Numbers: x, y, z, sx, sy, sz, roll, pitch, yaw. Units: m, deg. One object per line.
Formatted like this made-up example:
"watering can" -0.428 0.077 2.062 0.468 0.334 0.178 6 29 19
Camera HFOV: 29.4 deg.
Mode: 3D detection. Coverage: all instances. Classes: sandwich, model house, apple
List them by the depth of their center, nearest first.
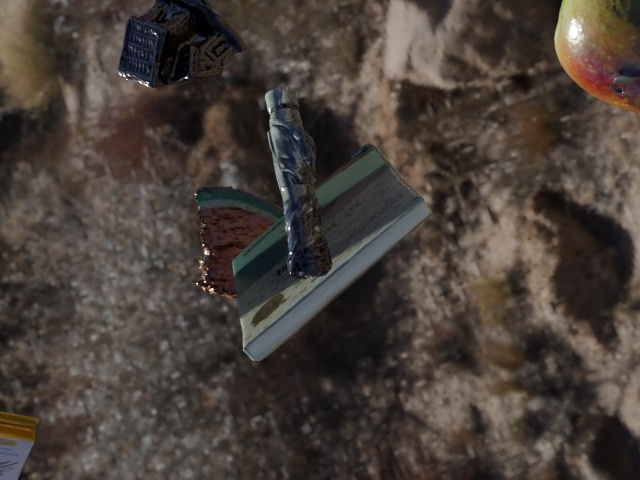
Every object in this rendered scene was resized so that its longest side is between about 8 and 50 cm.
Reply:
"apple" 0.328 -0.214 1.138 0.188 0.174 0.207 29 108 7
"sandwich" -0.084 0.018 1.777 0.079 0.235 0.159 160 126 -85
"model house" -0.219 -0.289 1.836 0.165 0.152 0.106 21 148 33

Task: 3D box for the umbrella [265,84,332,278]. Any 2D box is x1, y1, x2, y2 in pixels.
"umbrella" -0.019 -0.057 1.167 0.050 0.046 0.188 -17 75 34

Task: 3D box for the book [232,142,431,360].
"book" 0.000 0.000 1.512 0.031 0.264 0.379 49 -176 -15

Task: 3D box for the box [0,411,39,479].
"box" -0.545 0.358 1.956 0.033 0.129 0.247 -97 28 -45
